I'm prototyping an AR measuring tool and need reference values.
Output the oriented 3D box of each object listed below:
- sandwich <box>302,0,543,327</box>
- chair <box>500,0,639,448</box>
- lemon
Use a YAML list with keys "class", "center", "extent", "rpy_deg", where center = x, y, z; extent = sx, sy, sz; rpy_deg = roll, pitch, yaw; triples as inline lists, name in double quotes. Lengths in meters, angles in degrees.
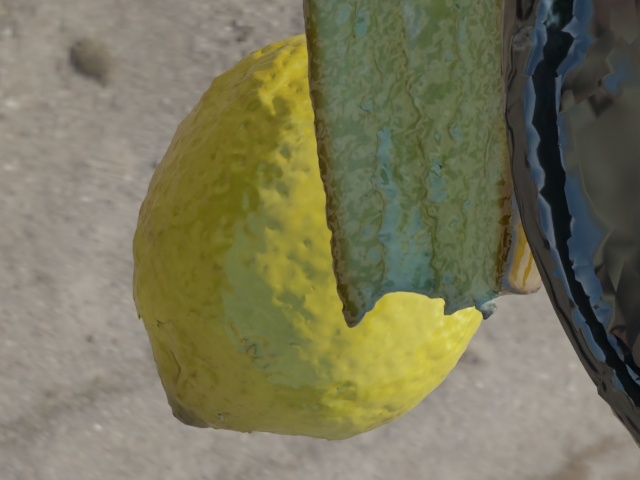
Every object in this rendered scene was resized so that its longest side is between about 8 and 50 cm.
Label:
- class: "sandwich"
  center: [0.071, -0.086, 0.581]
  extent: [0.096, 0.094, 0.258]
  rpy_deg: [50, 49, -12]
- class: "chair"
  center: [0.252, -0.021, 0.428]
  extent: [0.401, 0.227, 0.226]
  rpy_deg: [10, 92, -44]
- class: "lemon"
  center: [0.000, -0.003, 0.892]
  extent: [0.181, 0.181, 0.193]
  rpy_deg: [12, 74, -31]
